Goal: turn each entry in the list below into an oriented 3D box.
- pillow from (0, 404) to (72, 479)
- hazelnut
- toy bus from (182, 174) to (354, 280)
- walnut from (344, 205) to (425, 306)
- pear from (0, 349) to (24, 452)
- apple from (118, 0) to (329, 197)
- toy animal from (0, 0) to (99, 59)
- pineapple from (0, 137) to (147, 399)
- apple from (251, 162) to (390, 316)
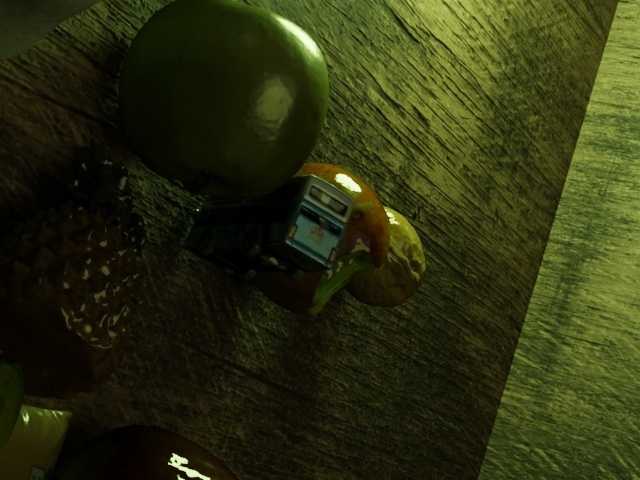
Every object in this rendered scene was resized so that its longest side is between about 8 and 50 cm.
[{"bbox_3d":[-0.454,0.321,1.852,0.312,0.119,0.310,36,67,-55],"label":"pillow"},{"bbox_3d":[-0.244,0.462,2.087,0.420,0.352,0.421,18,60,-36],"label":"hazelnut"},{"bbox_3d":[-0.081,-0.018,2.202,0.106,0.297,0.131,31,74,-29],"label":"toy bus"},{"bbox_3d":[0.104,0.030,2.712,0.165,0.165,0.197,-65,150,-20],"label":"walnut"},{"bbox_3d":[-0.466,0.224,1.674,0.288,0.139,0.239,17,90,-36],"label":"pear"},{"bbox_3d":[-0.133,-0.195,2.082,0.292,0.291,0.254,32,63,-60],"label":"apple"},{"bbox_3d":[-0.306,-0.338,1.660,0.206,0.265,0.272,-14,104,-55],"label":"toy animal"},{"bbox_3d":[-0.310,0.020,1.929,0.357,0.222,0.223,-73,157,-45],"label":"pineapple"},{"bbox_3d":[0.000,0.000,2.419,0.226,0.246,0.246,14,89,-71],"label":"apple"}]
